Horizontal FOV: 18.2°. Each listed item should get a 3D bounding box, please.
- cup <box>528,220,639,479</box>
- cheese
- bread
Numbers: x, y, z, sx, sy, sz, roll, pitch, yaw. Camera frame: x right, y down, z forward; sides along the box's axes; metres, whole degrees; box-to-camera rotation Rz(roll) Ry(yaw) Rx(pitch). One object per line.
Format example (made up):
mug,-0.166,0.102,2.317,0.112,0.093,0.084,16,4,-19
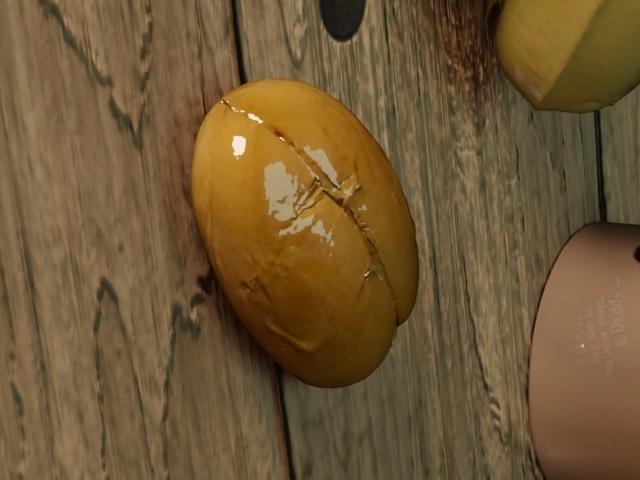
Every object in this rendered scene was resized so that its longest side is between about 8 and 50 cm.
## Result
cup,0.281,0.073,1.320,0.253,0.200,0.191,-48,133,-45
cheese,0.199,-0.233,1.098,0.316,0.128,0.259,110,-2,-55
bread,0.000,0.000,0.979,0.189,0.077,0.114,59,42,-40
